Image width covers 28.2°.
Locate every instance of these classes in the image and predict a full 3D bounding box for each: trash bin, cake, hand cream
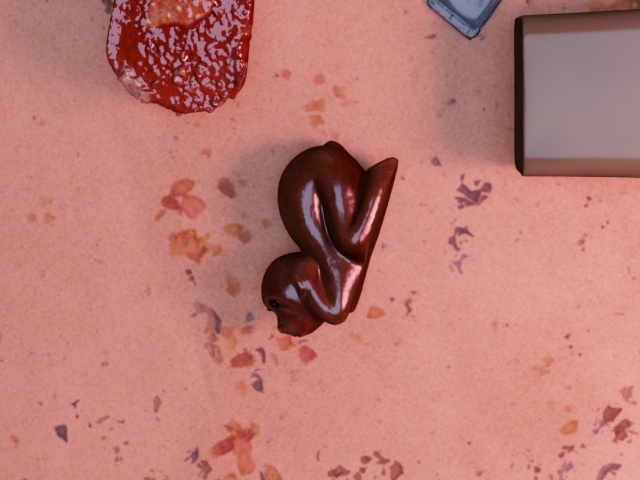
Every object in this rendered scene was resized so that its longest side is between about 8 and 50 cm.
[{"bbox_3d":[0.418,-0.187,1.596,0.343,0.158,0.223,0,98,2],"label":"trash bin"},{"bbox_3d":[-0.170,-0.296,1.600,0.177,0.151,0.283,7,103,-3],"label":"cake"},{"bbox_3d":[0.235,-0.369,1.637,0.083,0.048,0.224,39,104,-4],"label":"hand cream"}]

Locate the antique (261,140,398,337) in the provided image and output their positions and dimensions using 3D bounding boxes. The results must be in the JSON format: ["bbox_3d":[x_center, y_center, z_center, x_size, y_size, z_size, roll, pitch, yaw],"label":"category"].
[{"bbox_3d":[0.000,0.000,1.656,0.143,0.121,0.257,15,98,6],"label":"antique"}]
